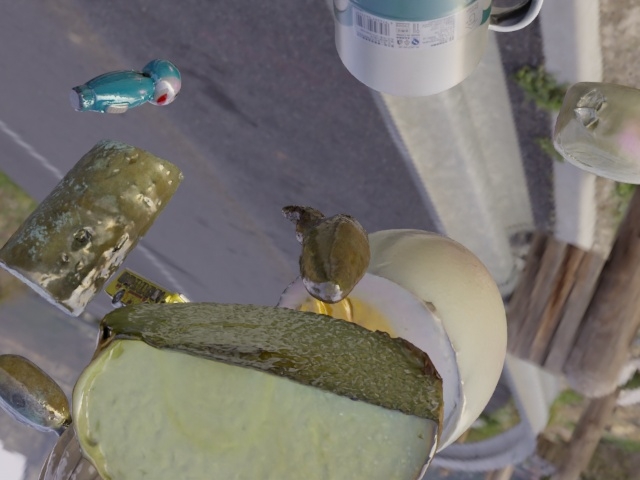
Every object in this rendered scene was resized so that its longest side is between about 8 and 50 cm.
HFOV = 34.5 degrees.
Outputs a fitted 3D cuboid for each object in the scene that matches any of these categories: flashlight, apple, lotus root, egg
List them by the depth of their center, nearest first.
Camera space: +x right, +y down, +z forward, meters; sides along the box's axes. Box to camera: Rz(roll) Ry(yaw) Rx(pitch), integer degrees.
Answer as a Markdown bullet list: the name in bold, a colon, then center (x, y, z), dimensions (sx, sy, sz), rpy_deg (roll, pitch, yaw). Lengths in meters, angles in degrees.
- **apple**: center (-0.047, 0.148, 0.923), dimensions (0.345, 0.254, 0.179), rpy_deg (9, 151, 20)
- **flashlight**: center (-0.203, -0.159, 1.076), dimensions (0.129, 0.051, 0.051), rpy_deg (-19, -154, -40)
- **egg**: center (0.146, 0.140, 1.685), dimensions (0.354, 0.355, 0.340), rpy_deg (24, -149, 22)
- **lotus root**: center (-0.500, 0.277, 1.800), dimensions (0.192, 0.088, 0.113), rpy_deg (40, 142, -4)

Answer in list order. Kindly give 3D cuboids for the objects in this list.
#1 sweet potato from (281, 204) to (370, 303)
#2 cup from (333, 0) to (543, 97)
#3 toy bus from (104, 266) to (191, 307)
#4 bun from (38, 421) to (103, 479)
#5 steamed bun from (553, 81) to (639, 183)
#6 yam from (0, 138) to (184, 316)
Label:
- **sweet potato**: center (0.006, 0.002, 0.550), dimensions (0.041, 0.038, 0.153), rpy_deg (23, -170, -12)
- **cup**: center (0.157, -0.350, 1.388), dimensions (0.289, 0.219, 0.258), rpy_deg (1, 145, 4)
- **toy bus**: center (-0.271, 0.108, 1.652), dimensions (0.081, 0.074, 0.226), rpy_deg (48, 164, -27)
- **bun**: center (-0.231, 0.309, 1.076), dimensions (0.175, 0.263, 0.263), rpy_deg (-17, -157, -39)
- **steamed bun**: center (0.536, -0.201, 1.843), dimensions (0.238, 0.170, 0.152), rpy_deg (19, 174, 30)
- **yam**: center (-0.238, -0.022, 1.082), dimensions (0.107, 0.194, 0.107), rpy_deg (34, 165, 11)
